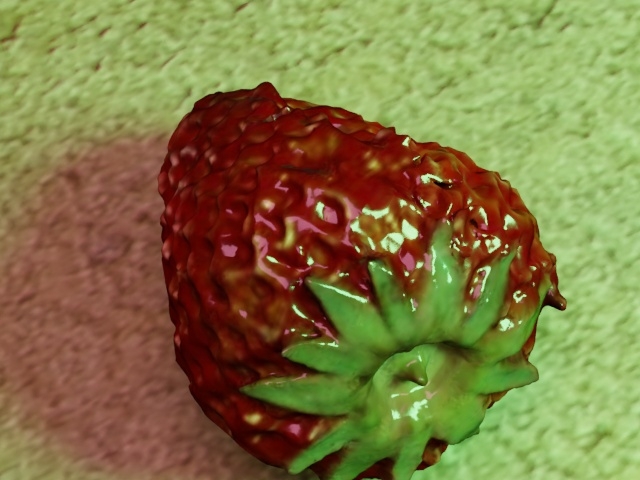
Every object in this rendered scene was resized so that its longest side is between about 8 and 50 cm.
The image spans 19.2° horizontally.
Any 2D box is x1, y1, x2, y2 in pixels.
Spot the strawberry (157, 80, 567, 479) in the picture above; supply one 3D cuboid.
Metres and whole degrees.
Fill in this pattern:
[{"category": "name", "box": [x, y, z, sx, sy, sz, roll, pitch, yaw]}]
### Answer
[{"category": "strawberry", "box": [0.000, 0.000, 1.007, 0.205, 0.205, 0.244, -24, 44, -9]}]
